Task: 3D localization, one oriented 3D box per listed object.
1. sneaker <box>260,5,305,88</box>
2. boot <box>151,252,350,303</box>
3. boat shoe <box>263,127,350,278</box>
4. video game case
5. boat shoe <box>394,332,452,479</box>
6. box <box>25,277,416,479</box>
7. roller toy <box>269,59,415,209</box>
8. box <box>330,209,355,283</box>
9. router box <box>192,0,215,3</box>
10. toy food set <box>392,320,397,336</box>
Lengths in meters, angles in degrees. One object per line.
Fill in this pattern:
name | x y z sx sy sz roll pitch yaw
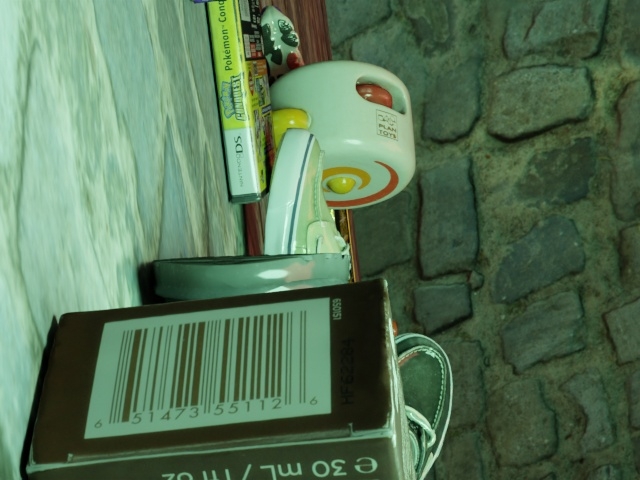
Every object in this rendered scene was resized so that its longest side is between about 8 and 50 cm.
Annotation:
sneaker | -0.046 -0.237 2.169 0.071 0.068 0.170 -100 180 -59
boot | -0.036 0.236 1.270 0.367 0.146 0.445 29 59 -82
boat shoe | -0.014 0.029 1.752 0.109 0.094 0.302 86 8 -81
video game case | -0.084 -0.176 1.788 0.275 0.035 0.248 -68 151 -82
boat shoe | 0.066 0.215 1.630 0.119 0.121 0.335 -50 -171 51
box | -0.031 0.219 0.939 0.143 0.191 0.381 -90 171 -55
roller toy | 0.023 -0.128 2.071 0.209 0.191 0.146 75 11 -65
box | 0.000 0.000 2.358 0.322 0.079 0.257 -35 120 -85
router box | -0.022 -0.393 1.533 0.081 0.243 0.308 50 35 -82
toy food set | 0.045 0.185 1.805 0.232 0.105 0.111 -103 -165 -54
